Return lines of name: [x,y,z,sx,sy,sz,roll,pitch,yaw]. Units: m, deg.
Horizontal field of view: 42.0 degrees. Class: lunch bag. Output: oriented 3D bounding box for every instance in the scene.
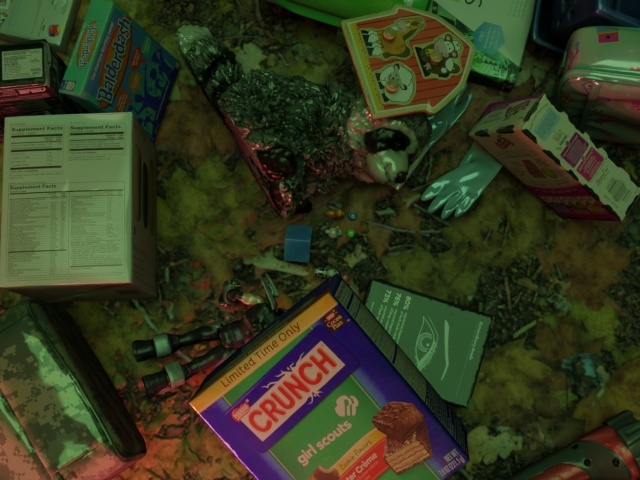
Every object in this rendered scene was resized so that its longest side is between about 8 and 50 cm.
lunch bag: [0.476,-0.234,1.317,0.224,0.279,0.108,8,79,13]
lunch bag: [-0.451,0.270,1.261,0.256,0.212,0.305,-33,80,-6]

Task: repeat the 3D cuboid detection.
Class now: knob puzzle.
knob puzzle: [0.147,-0.282,1.269,0.213,0.030,0.213,2,71,-7]

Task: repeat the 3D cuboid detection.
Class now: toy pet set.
toy pet set: [0.000,0.000,1.382,0.114,0.065,0.122,6,79,2]

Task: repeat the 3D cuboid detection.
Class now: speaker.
speaker: [0.034,-0.423,1.376,0.296,0.131,0.131,18,80,4]

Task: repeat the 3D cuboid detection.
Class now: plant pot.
plant pot: [0.484,-0.405,1.359,0.235,0.212,0.236,14,80,-21]

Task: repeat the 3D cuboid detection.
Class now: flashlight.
flashlight: [0.375,0.377,1.290,0.304,0.103,0.103,-28,83,-6]

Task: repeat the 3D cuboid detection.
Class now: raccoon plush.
raccoon plush: [-0.016,-0.252,1.356,0.299,0.216,0.446,-31,80,-7]

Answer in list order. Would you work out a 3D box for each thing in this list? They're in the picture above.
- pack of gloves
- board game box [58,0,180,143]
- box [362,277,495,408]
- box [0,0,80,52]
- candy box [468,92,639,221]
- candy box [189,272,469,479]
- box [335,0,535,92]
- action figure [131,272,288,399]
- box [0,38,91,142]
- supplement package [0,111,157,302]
pack of gloves: [0.220,-0.154,1.430,0.195,0.046,0.232,39,82,22]
board game box: [-0.321,-0.268,1.362,0.047,0.210,0.160,12,80,24]
box: [0.152,0.165,1.328,0.207,0.108,0.153,19,81,4]
box: [-0.527,-0.424,1.481,0.186,0.038,0.145,12,80,4]
candy box: [0.369,-0.127,1.316,0.233,0.159,0.071,37,81,-18]
candy box: [0.017,0.256,1.222,0.268,0.122,0.317,-39,94,11]
box: [0.211,-0.413,1.462,0.321,0.058,0.232,16,80,5]
action figure: [-0.154,0.159,1.343,0.285,0.099,0.185,-17,73,-6]
box: [-0.550,-0.225,1.341,0.307,0.242,0.077,-6,79,0]
supplement package: [-0.374,-0.045,1.326,0.198,0.199,0.263,-2,79,0]
